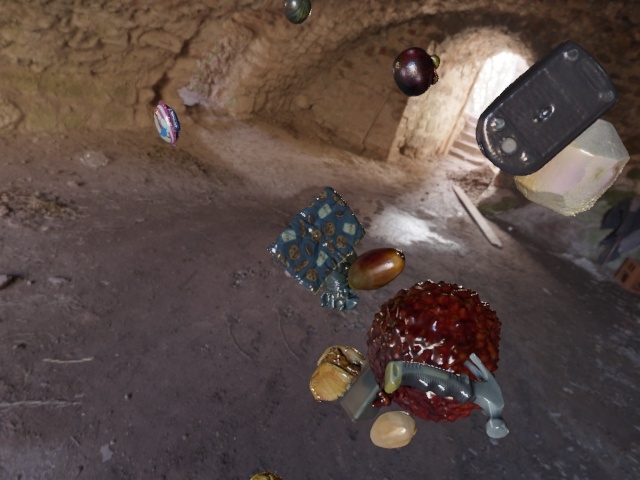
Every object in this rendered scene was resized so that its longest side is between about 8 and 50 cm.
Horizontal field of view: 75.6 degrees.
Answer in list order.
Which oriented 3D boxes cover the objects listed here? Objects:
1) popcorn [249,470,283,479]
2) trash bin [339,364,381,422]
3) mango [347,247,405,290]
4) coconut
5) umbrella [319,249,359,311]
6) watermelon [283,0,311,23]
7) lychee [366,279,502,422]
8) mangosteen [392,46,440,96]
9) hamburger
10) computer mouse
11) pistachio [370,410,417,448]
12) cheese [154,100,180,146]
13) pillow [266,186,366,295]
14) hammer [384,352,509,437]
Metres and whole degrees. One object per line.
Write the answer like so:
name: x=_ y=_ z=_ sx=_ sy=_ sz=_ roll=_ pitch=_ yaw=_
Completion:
popcorn: x=-0.184 y=0.835 z=1.313 sx=0.180 sy=0.180 sz=0.170 roll=16 pitch=37 yaw=-7
trash bin: x=0.223 y=0.679 z=1.856 sx=0.164 sy=0.240 sz=0.122 roll=12 pitch=26 yaw=-45
mango: x=0.145 y=0.087 z=1.187 sx=0.111 sy=0.267 sz=0.133 roll=44 pitch=64 yaw=-2
coconut: x=0.853 y=-0.264 z=1.395 sx=0.297 sy=0.309 sz=0.297 roll=14 pitch=37 yaw=-10
umbrella: x=0.060 y=0.086 z=1.459 sx=0.143 sy=0.349 sz=0.094 roll=-4 pitch=15 yaw=-6
watermelon: x=-0.093 y=-0.857 z=1.534 sx=0.105 sy=0.105 sz=0.133 roll=4 pitch=-5 yaw=-34
lychee: x=0.334 y=0.348 z=1.269 sx=0.500 sy=0.425 sz=0.424 roll=-39 pitch=54 yaw=-25
mangosteen: x=0.301 y=-0.528 z=1.287 sx=0.152 sy=0.152 sz=0.152 roll=16 pitch=22 yaw=-7
hamburger: x=0.060 y=0.525 z=1.639 sx=0.282 sy=0.245 sz=0.155 roll=-1 pitch=20 yaw=42
computer mouse: x=0.444 y=-0.256 z=0.845 sx=0.170 sy=0.269 sz=0.100 roll=48 pitch=12 yaw=-6
pistachio: x=0.301 y=0.774 z=1.707 sx=0.117 sy=0.200 sz=0.145 roll=-8 pitch=74 yaw=-67
cheese: x=-0.307 y=-0.238 z=0.837 sx=0.038 sy=0.095 sz=0.145 roll=-23 pitch=19 yaw=-25
pillow: x=0.000 y=-0.002 z=1.112 sx=0.189 sy=0.255 sz=0.034 roll=48 pitch=-20 yaw=-17
hammer: x=0.234 y=0.273 z=0.785 sx=0.226 sy=0.041 sz=0.159 roll=13 pitch=36 yaw=-4
